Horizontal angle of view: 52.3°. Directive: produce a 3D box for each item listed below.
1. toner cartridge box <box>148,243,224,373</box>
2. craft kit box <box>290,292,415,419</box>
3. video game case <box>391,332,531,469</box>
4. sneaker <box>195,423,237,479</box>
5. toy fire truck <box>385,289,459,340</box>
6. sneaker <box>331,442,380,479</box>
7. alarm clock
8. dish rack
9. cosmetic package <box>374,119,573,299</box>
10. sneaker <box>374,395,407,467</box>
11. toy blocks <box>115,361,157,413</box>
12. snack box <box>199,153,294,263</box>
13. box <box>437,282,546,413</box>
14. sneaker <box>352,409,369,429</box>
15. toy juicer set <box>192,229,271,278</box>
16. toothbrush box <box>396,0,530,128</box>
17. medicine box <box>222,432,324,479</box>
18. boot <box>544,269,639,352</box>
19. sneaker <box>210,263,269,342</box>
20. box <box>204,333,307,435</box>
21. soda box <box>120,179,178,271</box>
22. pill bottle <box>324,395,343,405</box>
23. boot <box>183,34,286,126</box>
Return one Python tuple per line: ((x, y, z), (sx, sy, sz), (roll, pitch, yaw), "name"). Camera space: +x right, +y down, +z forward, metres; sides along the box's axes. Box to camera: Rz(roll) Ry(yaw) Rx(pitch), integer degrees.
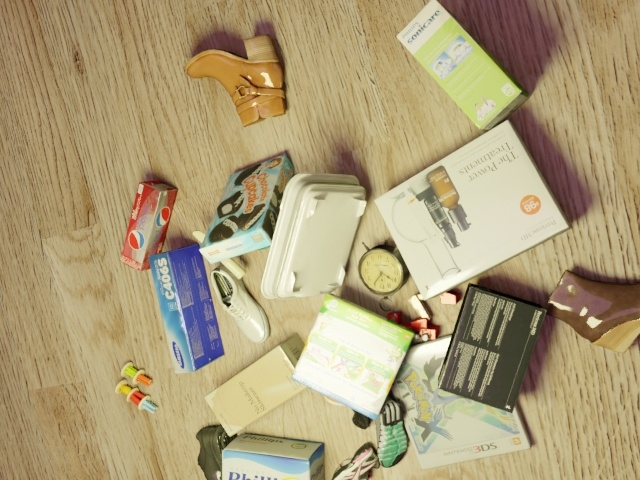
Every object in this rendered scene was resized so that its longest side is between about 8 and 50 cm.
((-0.387, 0.194, 1.899), (0.075, 0.165, 0.347), (-11, 93, 25), "toner cartridge box")
((0.082, 0.296, 1.685), (0.250, 0.061, 0.246), (24, 97, 12), "craft kit box")
((0.344, 0.413, 1.694), (0.300, 0.036, 0.328), (-21, 89, 24), "video game case")
((-0.308, 0.699, 1.989), (0.130, 0.109, 0.286), (-9, 88, 33), "sneaker")
((0.260, 0.189, 1.689), (0.192, 0.047, 0.135), (3, 99, 23), "toy fire truck")
((0.099, 0.649, 1.818), (0.077, 0.072, 0.178), (43, 117, 0), "sneaker")
((0.168, 0.095, 1.702), (0.129, 0.064, 0.191), (4, 105, 29), "alarm clock")
((0.000, 0.000, 1.638), (0.072, 0.286, 0.332), (28, 109, 36), "dish rack")
((0.356, -0.065, 1.562), (0.377, 0.097, 0.284), (-31, 78, 24), "cosmetic package")
((0.182, 0.509, 1.771), (0.083, 0.098, 0.223), (-9, 117, -18), "sneaker")
((-0.574, 0.475, 2.080), (0.148, 0.054, 0.123), (28, 108, 17), "toy blocks")
((-0.185, -0.088, 1.701), (0.187, 0.321, 0.060), (-17, 126, 24), "snack box")
((0.408, 0.255, 1.570), (0.184, 0.103, 0.261), (18, 95, 10), "box")
((0.121, 0.440, 1.777), (0.051, 0.089, 0.170), (16, 141, 25), "sneaker")
((-0.166, -0.002, 1.825), (0.329, 0.089, 0.209), (-22, 102, 16), "toy juicer set")
((0.330, -0.394, 1.483), (0.122, 0.206, 0.283), (-45, 79, 23), "toothbrush box")
((-0.134, 0.723, 1.861), (0.264, 0.149, 0.289), (1, 95, 17), "medicine box")
((0.656, 0.120, 1.487), (0.207, 0.090, 0.248), (31, 112, 14), "boot")
((-0.242, 0.188, 1.876), (0.094, 0.091, 0.258), (-36, 83, 23), "sneaker")
((-0.164, 0.414, 1.861), (0.311, 0.121, 0.148), (-38, 83, 23), "box")
((-0.515, -0.044, 1.955), (0.084, 0.092, 0.263), (24, 106, 17), "soda box")
((0.063, 0.366, 1.778), (0.086, 0.086, 0.151), (15, 103, 20), "pill bottle")
((-0.230, -0.418, 1.784), (0.284, 0.109, 0.220), (-10, 98, 17), "boot")
